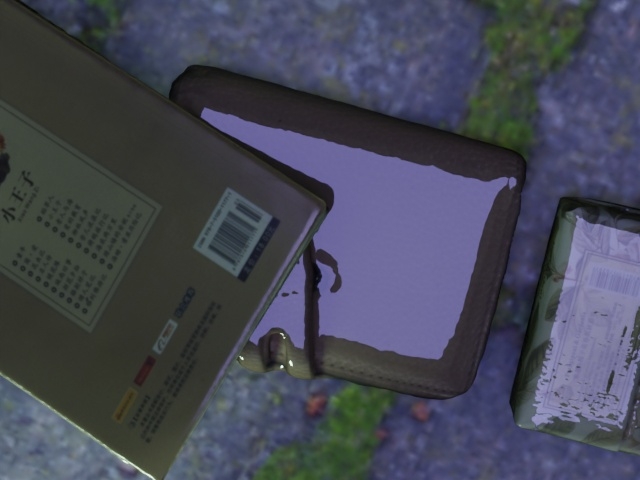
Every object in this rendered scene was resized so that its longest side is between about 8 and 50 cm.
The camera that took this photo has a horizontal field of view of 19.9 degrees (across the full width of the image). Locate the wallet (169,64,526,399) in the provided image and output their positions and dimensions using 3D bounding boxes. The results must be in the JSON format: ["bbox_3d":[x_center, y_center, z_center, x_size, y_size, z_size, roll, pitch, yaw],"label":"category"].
[{"bbox_3d":[0.000,0.000,0.750,0.152,0.039,0.118,13,98,0],"label":"wallet"}]

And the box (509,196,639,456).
[{"bbox_3d":[0.117,0.034,0.744,0.062,0.045,0.098,14,101,1],"label":"box"}]

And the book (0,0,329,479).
[{"bbox_3d":[-0.111,-0.010,0.744,0.198,0.016,0.138,34,102,10],"label":"book"}]
